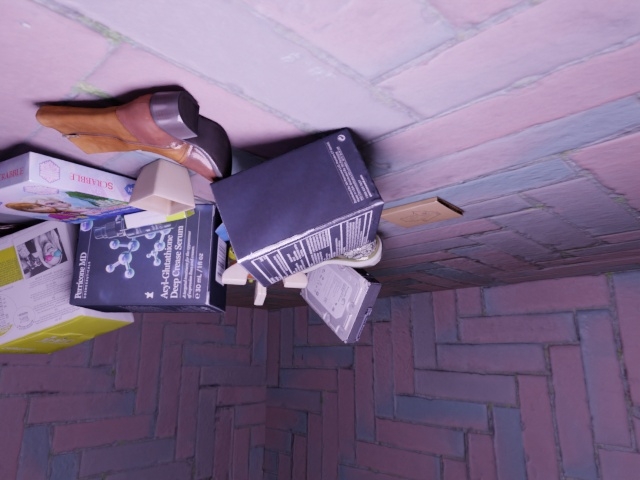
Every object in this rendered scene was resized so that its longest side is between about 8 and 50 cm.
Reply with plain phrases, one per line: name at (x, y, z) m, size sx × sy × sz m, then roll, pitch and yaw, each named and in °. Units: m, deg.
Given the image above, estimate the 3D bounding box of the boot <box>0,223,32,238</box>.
boot at (-1.043, -0.029, 1.548) m, size 0.106 × 0.082 × 0.219 m, roll 22°, pitch -168°, yaw 36°

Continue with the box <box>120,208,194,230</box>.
box at (-0.443, -0.068, 1.261) m, size 0.178 × 0.043 × 0.109 m, roll -11°, pitch -170°, yaw -1°

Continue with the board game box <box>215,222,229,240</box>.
board game box at (-0.248, -0.058, 1.371) m, size 0.133 × 0.033 × 0.169 m, roll -32°, pitch 165°, yaw -6°

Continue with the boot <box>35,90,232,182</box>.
boot at (-0.330, -0.173, 0.880) m, size 0.280 × 0.096 × 0.264 m, roll -3°, pitch 166°, yaw 15°

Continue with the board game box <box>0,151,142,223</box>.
board game box at (-0.633, -0.111, 1.119) m, size 0.318 × 0.066 × 0.318 m, roll -8°, pitch 170°, yaw 28°

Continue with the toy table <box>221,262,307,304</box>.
toy table at (-0.168, 0.062, 1.398) m, size 0.251 × 0.161 × 0.274 m, roll -2°, pitch 142°, yaw -7°

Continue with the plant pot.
plant pot at (-0.359, -0.124, 1.065) m, size 0.109 × 0.097 × 0.109 m, roll -12°, pitch 161°, yaw 37°

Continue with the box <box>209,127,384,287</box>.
box at (-0.042, -0.054, 0.998) m, size 0.293 × 0.183 × 0.296 m, roll -24°, pitch 165°, yaw -4°

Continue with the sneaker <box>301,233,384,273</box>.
sneaker at (0.000, 0.000, 1.526) m, size 0.409 × 0.158 × 0.182 m, roll -7°, pitch 151°, yaw 8°

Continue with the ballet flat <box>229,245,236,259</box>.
ballet flat at (-0.242, 0.047, 1.784) m, size 0.230 × 0.077 × 0.077 m, roll 4°, pitch 161°, yaw -6°

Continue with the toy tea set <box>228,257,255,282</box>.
toy tea set at (-0.342, 0.130, 1.825) m, size 0.335 × 0.125 × 0.200 m, roll 2°, pitch -161°, yaw -25°

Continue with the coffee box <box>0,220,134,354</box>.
coffee box at (-0.884, 0.166, 1.546) m, size 0.337 × 0.335 × 0.338 m, roll -20°, pitch 166°, yaw -1°

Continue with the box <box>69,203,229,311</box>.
box at (-0.491, 0.061, 1.395) m, size 0.394 × 0.294 × 0.212 m, roll -1°, pitch 165°, yaw 3°

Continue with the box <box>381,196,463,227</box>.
box at (0.296, -0.080, 1.384) m, size 0.201 × 0.021 × 0.164 m, roll -12°, pitch 161°, yaw 40°

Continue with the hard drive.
hard drive at (0.058, 0.175, 1.655) m, size 0.064 × 0.237 × 0.339 m, roll 8°, pitch -160°, yaw -36°
